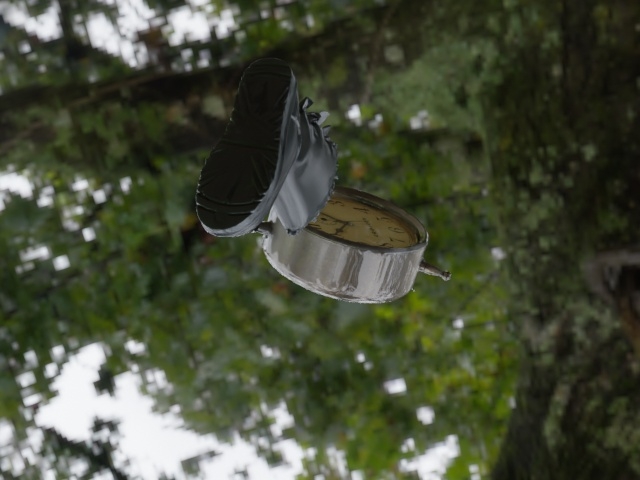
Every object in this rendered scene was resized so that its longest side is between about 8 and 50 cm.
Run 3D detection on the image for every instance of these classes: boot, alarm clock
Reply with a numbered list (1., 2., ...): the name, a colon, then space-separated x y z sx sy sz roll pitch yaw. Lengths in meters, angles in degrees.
1. boot: -0.027 -0.036 0.873 0.045 0.099 0.121 5 -118 20
2. alarm clock: 0.000 0.000 1.207 0.192 0.064 0.129 12 -159 -19
